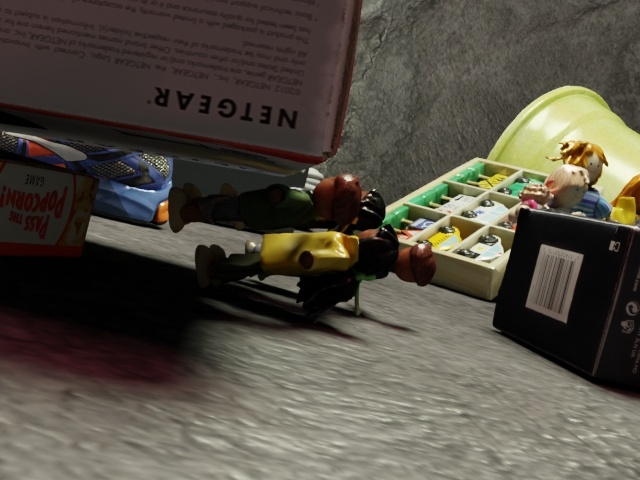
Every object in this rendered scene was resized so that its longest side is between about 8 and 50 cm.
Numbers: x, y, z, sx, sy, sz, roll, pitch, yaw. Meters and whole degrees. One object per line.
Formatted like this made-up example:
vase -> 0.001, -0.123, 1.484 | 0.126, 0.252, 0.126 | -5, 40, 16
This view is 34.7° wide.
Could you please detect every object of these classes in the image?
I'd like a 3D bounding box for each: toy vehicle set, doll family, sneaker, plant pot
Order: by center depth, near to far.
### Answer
doll family -> 0.000, 0.000, 0.557 | 0.111, 0.076, 0.193 | -4, 4, 13
sneaker -> -0.216, -0.077, 0.793 | 0.221, 0.087, 0.083 | 14, 3, -25
doll family -> 0.245, -0.001, 0.922 | 0.263, 0.163, 0.118 | 13, 4, -30
toy vehicle set -> 0.174, -0.021, 1.103 | 0.166, 0.035, 0.267 | 16, 29, 33
plant pot -> 0.368, -0.019, 1.261 | 0.276, 0.276, 0.254 | 12, 16, -45

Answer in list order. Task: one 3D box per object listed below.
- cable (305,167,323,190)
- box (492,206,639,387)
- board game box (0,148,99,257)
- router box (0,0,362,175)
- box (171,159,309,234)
cable -> -0.119, -0.087, 1.385 | 0.257, 0.089, 0.257 | 14, 3, -9
box -> 0.219, 0.044, 0.662 | 0.158, 0.093, 0.156 | 13, 3, -13
board game box -> -0.211, -0.033, 0.441 | 0.146, 0.045, 0.193 | 16, 3, 20
router box -> -0.163, -0.098, 0.478 | 0.335, 0.082, 0.301 | 9, 2, -5
box -> -0.129, -0.117, 1.030 | 0.261, 0.184, 0.103 | 12, 2, -44
